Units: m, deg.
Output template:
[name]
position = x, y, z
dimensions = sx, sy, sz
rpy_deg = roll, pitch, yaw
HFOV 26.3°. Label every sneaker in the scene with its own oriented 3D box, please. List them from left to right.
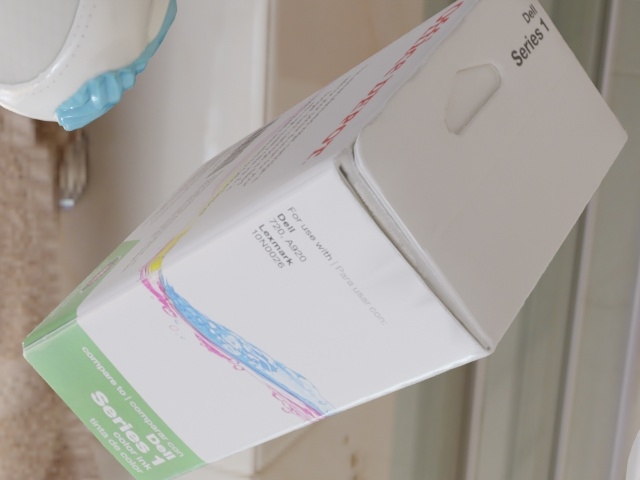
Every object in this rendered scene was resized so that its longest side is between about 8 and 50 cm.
[sneaker]
position = -0.120, -0.133, 0.411
dimensions = 0.087, 0.228, 0.092
rpy_deg = -35, 160, 25

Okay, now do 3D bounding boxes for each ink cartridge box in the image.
[ink cartridge box]
position = 0.000, 0.000, 0.734
dimensions = 0.278, 0.117, 0.201
rpy_deg = -28, -164, 44

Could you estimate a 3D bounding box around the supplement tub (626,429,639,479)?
[supplement tub]
position = 0.182, 0.198, 0.334
dimensions = 0.241, 0.241, 0.331
rpy_deg = 5, -133, 5
